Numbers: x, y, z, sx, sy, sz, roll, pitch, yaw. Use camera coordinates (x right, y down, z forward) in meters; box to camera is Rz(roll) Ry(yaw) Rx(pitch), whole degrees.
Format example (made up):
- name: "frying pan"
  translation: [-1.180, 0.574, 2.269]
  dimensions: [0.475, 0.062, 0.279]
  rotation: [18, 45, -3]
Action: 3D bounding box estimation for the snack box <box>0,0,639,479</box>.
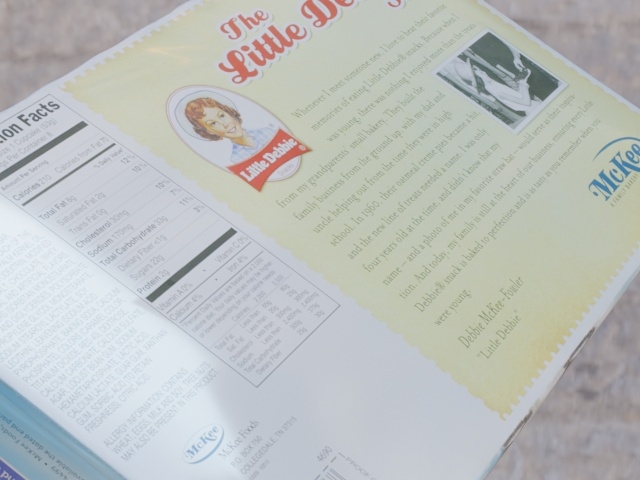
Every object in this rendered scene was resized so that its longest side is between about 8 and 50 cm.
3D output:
- name: "snack box"
  translation: [0.000, 0.000, 0.578]
  dimensions: [0.187, 0.060, 0.322]
  rotation: [37, 39, 9]
